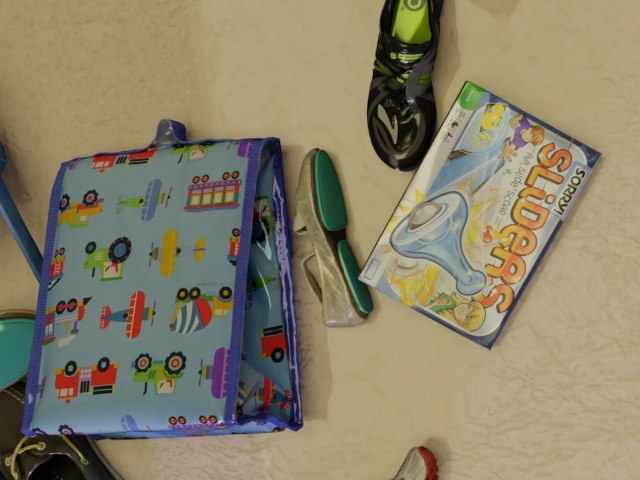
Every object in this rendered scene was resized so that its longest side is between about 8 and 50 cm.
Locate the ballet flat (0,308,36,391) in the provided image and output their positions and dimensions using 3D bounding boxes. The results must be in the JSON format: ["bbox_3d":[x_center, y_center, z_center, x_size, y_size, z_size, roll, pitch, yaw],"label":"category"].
[{"bbox_3d":[-0.361,0.126,1.388,0.232,0.073,0.080,-30,110,-4],"label":"ballet flat"}]

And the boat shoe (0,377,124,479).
[{"bbox_3d":[-0.254,0.214,1.393,0.228,0.069,0.081,43,99,11],"label":"boat shoe"}]

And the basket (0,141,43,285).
[{"bbox_3d":[-0.404,-0.025,1.384,0.255,0.201,0.289,-9,115,12],"label":"basket"}]

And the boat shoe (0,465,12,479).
[{"bbox_3d":[-0.309,0.267,1.402,0.080,0.076,0.228,-39,80,11],"label":"boat shoe"}]

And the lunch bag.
[{"bbox_3d":[-0.145,0.031,1.339,0.221,0.138,0.293,-6,79,25],"label":"lunch bag"}]

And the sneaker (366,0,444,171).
[{"bbox_3d":[0.072,-0.156,1.309,0.067,0.078,0.188,8,97,14],"label":"sneaker"}]

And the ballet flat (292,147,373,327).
[{"bbox_3d":[0.000,0.000,1.340,0.052,0.057,0.168,-18,84,26],"label":"ballet flat"}]

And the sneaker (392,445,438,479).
[{"bbox_3d":[0.019,0.267,1.312,0.093,0.088,0.225,44,99,13],"label":"sneaker"}]

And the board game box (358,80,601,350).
[{"bbox_3d":[0.140,-0.022,1.299,0.136,0.035,0.201,28,96,0],"label":"board game box"}]
